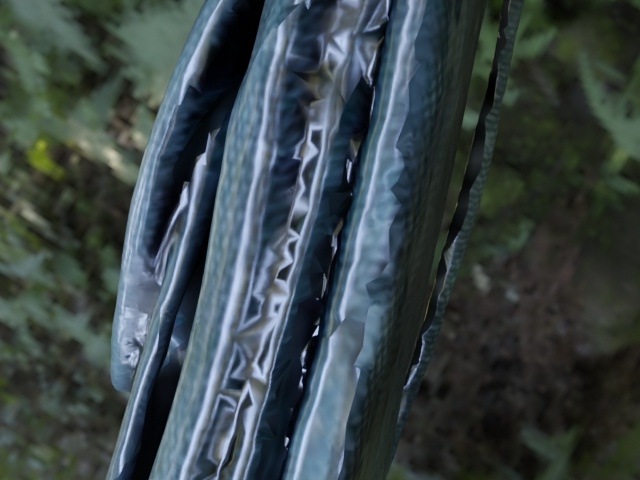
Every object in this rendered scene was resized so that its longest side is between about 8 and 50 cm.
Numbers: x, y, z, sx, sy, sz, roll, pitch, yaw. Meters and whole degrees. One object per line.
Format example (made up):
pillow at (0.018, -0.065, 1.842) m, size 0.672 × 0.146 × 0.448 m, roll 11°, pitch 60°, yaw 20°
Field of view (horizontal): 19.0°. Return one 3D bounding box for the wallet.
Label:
wallet at (0.000, 0.000, 0.480) m, size 0.075 × 0.237 × 0.342 m, roll 17°, pitch -169°, yaw 6°
